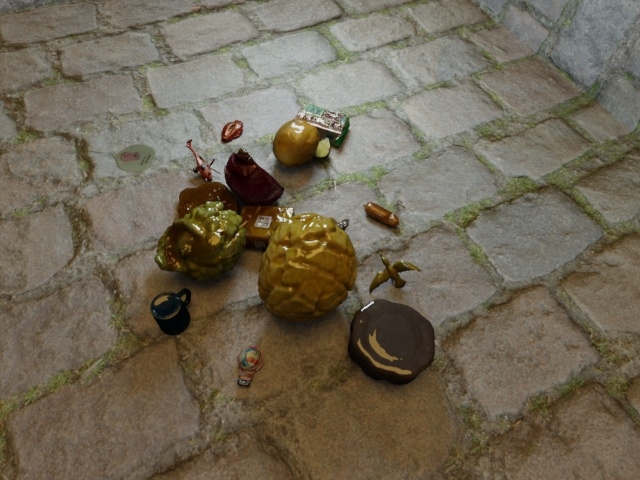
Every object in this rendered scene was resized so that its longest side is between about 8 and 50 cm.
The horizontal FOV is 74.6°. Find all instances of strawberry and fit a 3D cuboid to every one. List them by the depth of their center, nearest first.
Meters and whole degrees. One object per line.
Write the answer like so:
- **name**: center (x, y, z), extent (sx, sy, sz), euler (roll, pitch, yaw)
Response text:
- **strawberry**: center (-0.440, -0.550, 2.087), extent (0.103, 0.048, 0.152), euler (17, 54, 11)

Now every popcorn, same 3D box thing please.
- **popcorn**: center (-0.042, 0.112, 1.493), extent (0.343, 0.390, 0.354), euler (21, 45, -7)
- **popcorn**: center (-0.441, 0.012, 1.592), extent (0.279, 0.335, 0.275), euler (36, 28, -23)

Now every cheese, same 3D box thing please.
- **cheese**: center (-0.251, 0.434, 1.466), extent (0.095, 0.038, 0.145), euler (10, 56, 3)

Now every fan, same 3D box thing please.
- **fan**: center (-0.933, -0.400, 1.972), extent (0.309, 0.010, 0.182), euler (8, 57, 0)

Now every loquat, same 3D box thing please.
- **loquat**: center (-0.113, -0.446, 1.944), extent (0.193, 0.238, 0.238), euler (35, 61, 9)

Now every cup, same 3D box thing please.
- **cup**: center (-0.534, 0.244, 1.507), extent (0.113, 0.138, 0.150), euler (6, 57, -1)

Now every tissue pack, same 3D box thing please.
- **tissue pack**: center (-0.229, -0.053, 1.740), extent (0.225, 0.092, 0.184), euler (6, 52, 9)

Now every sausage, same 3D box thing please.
- **sausage**: center (0.269, -0.116, 1.857), extent (0.183, 0.054, 0.062), euler (27, 91, 10)

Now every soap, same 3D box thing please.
- **soap**: center (0.003, -0.592, 2.119), extent (0.273, 0.098, 0.218), euler (20, 58, 8)

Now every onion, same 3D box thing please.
- **onion**: center (-0.310, -0.251, 1.753), extent (0.267, 0.349, 0.159), euler (30, 84, 18)

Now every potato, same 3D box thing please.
- **potato**: center (0.008, -0.430, 2.035), extent (0.096, 0.066, 0.103), euler (-14, 66, 15)

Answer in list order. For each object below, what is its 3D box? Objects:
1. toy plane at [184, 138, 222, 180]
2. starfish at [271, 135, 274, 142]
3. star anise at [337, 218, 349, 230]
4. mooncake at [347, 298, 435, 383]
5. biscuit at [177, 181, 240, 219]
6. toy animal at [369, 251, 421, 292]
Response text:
- **toy plane**: center (-0.539, -0.359, 1.894), extent (0.126, 0.194, 0.077), euler (1, 31, 24)
- **starfish**: center (-0.205, -0.496, 2.082), extent (0.078, 0.028, 0.091), euler (-7, 55, -16)
- **star anise**: center (-0.005, 0.001, 1.728), extent (0.257, 0.111, 0.199), euler (0, 68, -1)
- **mooncake**: center (0.246, 0.359, 1.487), extent (0.305, 0.154, 0.307), euler (2, 58, -4)
- **biscuit**: center (-0.481, -0.133, 1.811), extent (0.257, 0.049, 0.273), euler (-16, 58, -11)
- **toy animal**: center (0.275, 0.120, 1.684), extent (0.219, 0.095, 0.155), euler (-33, 61, 12)
